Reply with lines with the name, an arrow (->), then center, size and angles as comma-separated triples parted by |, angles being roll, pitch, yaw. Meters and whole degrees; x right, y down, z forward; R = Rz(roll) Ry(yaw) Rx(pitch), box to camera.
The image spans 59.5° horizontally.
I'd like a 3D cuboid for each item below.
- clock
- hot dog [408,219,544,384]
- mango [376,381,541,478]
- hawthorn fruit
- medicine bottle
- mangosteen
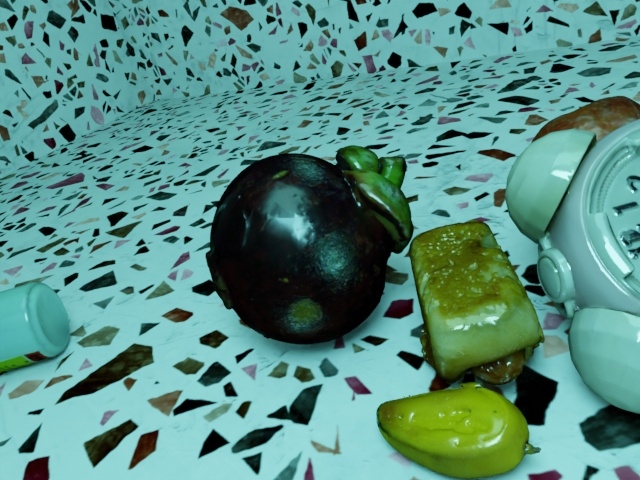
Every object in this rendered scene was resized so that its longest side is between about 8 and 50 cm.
clock -> 0.409, 0.002, 0.640 | 0.326, 0.184, 0.342 | -14, 60, -1
hot dog -> 0.192, 0.090, 0.716 | 0.150, 0.153, 0.256 | -16, 25, 9
mango -> 0.145, 0.209, 0.617 | 0.187, 0.066, 0.101 | -4, 38, 31
hawthorn fruit -> 0.444, -0.074, 0.854 | 0.242, 0.242, 0.271 | -13, 59, 5
medicine bottle -> -0.580, 0.166, 0.989 | 0.225, 0.139, 0.139 | -16, 28, -1
mangosteen -> -0.018, 0.002, 0.831 | 0.311, 0.311, 0.311 | -12, 28, 7
